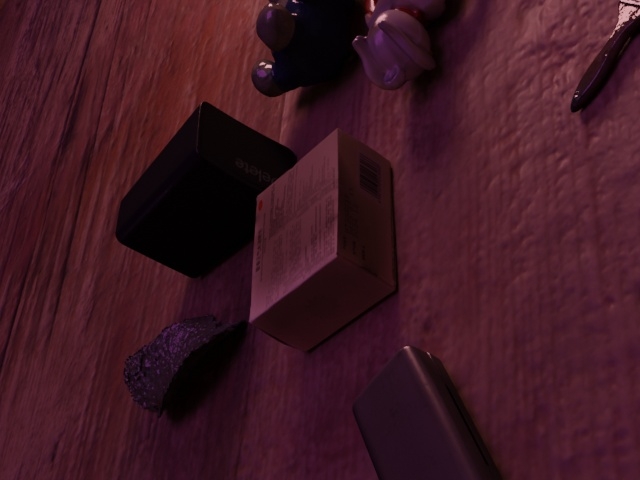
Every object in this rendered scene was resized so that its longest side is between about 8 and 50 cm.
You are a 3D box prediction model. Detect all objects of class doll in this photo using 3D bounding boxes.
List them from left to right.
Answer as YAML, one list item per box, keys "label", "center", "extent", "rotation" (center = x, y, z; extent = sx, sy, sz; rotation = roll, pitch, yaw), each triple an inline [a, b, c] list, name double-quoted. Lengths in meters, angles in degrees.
- label: "doll"
  center: [-0.022, -0.347, 1.649]
  extent: [0.228, 0.154, 0.258]
  rotation: [96, 174, -64]
- label: "doll"
  center: [0.125, -0.346, 1.504]
  extent: [0.188, 0.099, 0.384]
  rotation: [-28, 36, 45]

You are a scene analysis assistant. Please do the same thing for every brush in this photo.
- label: "brush"
  center: [0.309, -0.216, 1.165]
  extent: [0.196, 0.021, 0.070]
  rotation: [-57, 28, 5]

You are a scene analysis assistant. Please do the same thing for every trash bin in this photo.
- label: "trash bin"
  center: [-0.168, -0.060, 1.625]
  extent: [0.225, 0.165, 0.115]
  rotation: [-41, 35, 34]

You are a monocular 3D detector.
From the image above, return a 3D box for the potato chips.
- label: "potato chips"
  center: [-0.198, 0.166, 1.578]
  extent: [0.228, 0.059, 0.167]
  rotation: [-7, 52, 61]

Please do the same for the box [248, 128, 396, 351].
- label: "box"
  center: [0.000, 0.000, 1.376]
  extent: [0.168, 0.095, 0.212]
  rotation: [-36, 37, 34]

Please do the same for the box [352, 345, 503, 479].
- label: "box"
  center: [0.103, 0.206, 1.072]
  extent: [0.103, 0.055, 0.244]
  rotation: [-50, 31, 17]
